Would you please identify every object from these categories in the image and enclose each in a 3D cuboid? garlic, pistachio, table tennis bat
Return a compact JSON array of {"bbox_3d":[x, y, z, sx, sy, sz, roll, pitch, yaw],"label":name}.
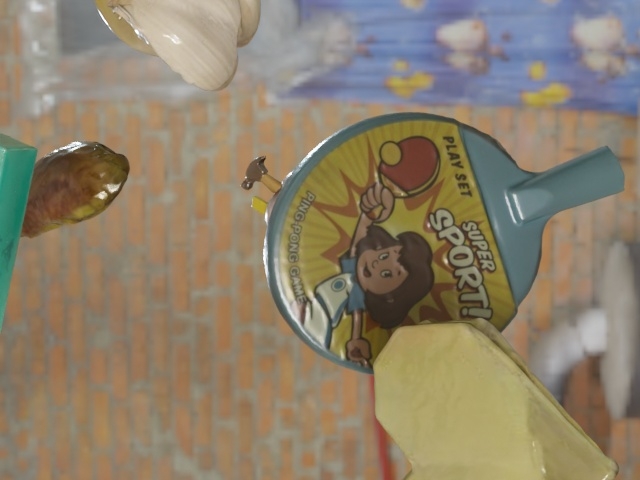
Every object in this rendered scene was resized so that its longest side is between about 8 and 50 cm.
[{"bbox_3d":[-0.151,-0.289,1.730,0.203,0.185,0.281,44,176,-32],"label":"garlic"},{"bbox_3d":[-0.260,-0.058,1.442,0.049,0.172,0.090,42,-135,-38],"label":"pistachio"},{"bbox_3d":[0.108,-0.010,1.207,0.044,0.329,0.215,-8,101,71],"label":"table tennis bat"}]

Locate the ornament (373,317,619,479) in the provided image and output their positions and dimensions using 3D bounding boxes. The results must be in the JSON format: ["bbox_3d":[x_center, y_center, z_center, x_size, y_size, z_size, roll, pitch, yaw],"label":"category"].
[{"bbox_3d":[0.123,0.155,1.027,0.059,0.180,0.201,2,-94,-58],"label":"ornament"}]

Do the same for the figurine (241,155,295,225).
[{"bbox_3d":[0.000,0.000,1.669,0.137,0.112,0.229,-31,77,53],"label":"figurine"}]

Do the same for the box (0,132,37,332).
[{"bbox_3d":[-0.317,-0.025,1.072,0.042,0.226,0.161,-12,-61,-59],"label":"box"}]
